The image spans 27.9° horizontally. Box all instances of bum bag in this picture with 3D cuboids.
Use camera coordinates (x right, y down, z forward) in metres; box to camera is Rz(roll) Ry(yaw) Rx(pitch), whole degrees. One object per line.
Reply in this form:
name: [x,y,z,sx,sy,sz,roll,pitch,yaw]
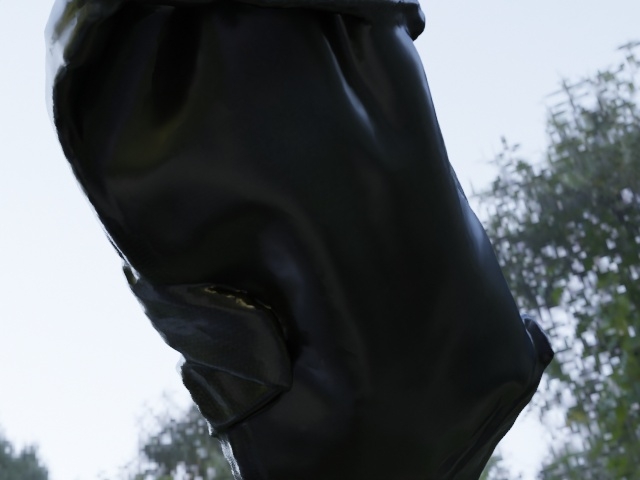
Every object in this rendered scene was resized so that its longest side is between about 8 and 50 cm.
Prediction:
bum bag: [0.000,0.000,0.472,0.142,0.079,0.326,-33,-54,-17]
